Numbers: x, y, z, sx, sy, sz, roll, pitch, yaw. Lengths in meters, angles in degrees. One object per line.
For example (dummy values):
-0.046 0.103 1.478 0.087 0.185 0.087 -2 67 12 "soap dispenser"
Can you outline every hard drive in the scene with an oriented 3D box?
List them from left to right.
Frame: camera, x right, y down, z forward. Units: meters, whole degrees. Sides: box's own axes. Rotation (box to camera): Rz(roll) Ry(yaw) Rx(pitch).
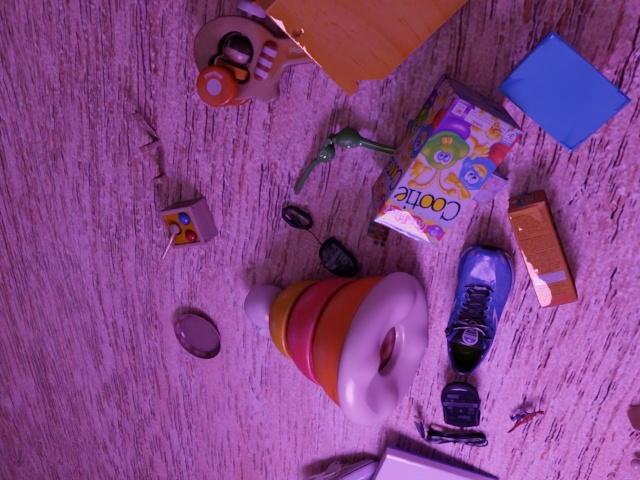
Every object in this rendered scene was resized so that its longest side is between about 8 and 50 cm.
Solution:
0.317 0.712 1.392 0.319 0.040 0.210 16 121 2 "hard drive"

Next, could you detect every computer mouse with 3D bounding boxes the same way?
0.000 0.000 1.201 0.242 0.041 0.071 45 115 4 "computer mouse"
0.333 0.448 1.276 0.184 0.060 0.261 -7 124 21 "computer mouse"

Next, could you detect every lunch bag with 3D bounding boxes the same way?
0.331 -0.117 0.989 0.084 0.053 0.071 21 125 -18 "lunch bag"

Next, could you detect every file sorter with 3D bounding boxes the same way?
0.419 -0.264 0.847 0.170 0.104 0.118 41 123 -1 "file sorter"

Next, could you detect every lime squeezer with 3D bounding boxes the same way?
0.044 -0.190 1.077 0.311 0.058 0.110 -15 135 31 "lime squeezer"

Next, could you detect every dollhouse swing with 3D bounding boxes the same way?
0.050 -0.522 0.852 0.347 0.304 0.315 -41 133 17 "dollhouse swing"

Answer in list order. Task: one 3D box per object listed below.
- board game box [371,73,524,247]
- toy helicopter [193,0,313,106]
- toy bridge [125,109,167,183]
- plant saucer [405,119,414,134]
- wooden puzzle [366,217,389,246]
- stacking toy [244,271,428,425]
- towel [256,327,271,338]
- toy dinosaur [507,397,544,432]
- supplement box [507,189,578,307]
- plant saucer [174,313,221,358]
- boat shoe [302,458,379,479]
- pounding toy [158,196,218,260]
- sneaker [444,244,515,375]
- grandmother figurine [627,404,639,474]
0.228 -0.149 0.936 0.142 0.144 0.275 23 122 -12 "board game box"
-0.091 -0.406 0.997 0.356 0.140 0.234 -1 106 11 "toy helicopter"
-0.434 -0.242 1.236 0.026 0.063 0.188 -6 114 25 "toy bridge"
0.201 -0.159 1.044 0.067 0.018 0.191 17 122 15 "plant saucer"
0.137 -0.025 1.144 0.050 0.006 0.083 19 121 13 "wooden puzzle"
-0.010 0.200 1.188 0.481 0.351 0.350 15 121 35 "stacking toy"
-0.106 0.252 1.376 0.152 0.023 0.113 22 122 11 "towel"
0.512 0.440 1.193 0.047 0.090 0.082 27 156 -10 "toy dinosaur"
0.455 0.019 0.993 0.080 0.078 0.233 -19 107 29 "supplement box"
-0.377 0.294 1.507 0.169 0.029 0.168 10 119 18 "plant saucer"
0.052 0.746 1.518 0.302 0.094 0.109 -36 143 20 "boat shoe"
-0.370 -0.029 1.296 0.141 0.100 0.130 -7 112 25 "pounding toy"
0.349 0.163 1.069 0.130 0.147 0.329 9 118 18 "sneaker"
0.830 0.527 1.091 0.208 0.104 0.342 -6 119 55 "grandmother figurine"
